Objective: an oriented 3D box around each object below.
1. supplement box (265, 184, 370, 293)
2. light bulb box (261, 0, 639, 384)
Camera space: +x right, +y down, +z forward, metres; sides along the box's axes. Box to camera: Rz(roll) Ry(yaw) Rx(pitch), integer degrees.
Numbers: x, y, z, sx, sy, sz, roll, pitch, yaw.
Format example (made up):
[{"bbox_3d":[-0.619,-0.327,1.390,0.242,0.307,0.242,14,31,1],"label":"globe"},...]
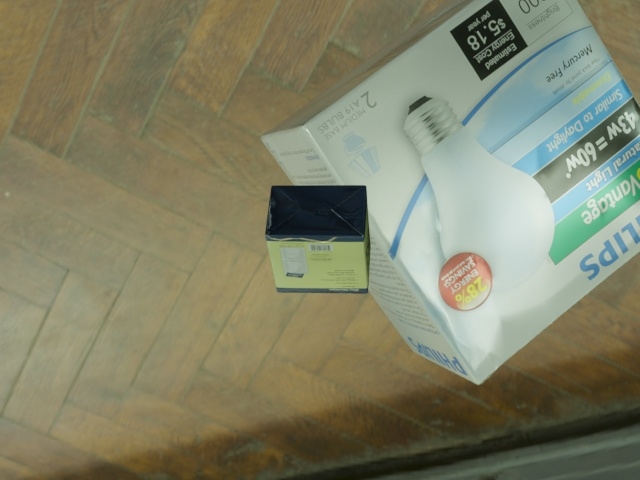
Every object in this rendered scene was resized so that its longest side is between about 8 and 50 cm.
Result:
[{"bbox_3d":[0.000,0.000,0.801,0.083,0.056,0.083,1,142,6],"label":"supplement box"},{"bbox_3d":[0.186,-0.086,1.133,0.358,0.225,0.361,-38,102,-9],"label":"light bulb box"}]
